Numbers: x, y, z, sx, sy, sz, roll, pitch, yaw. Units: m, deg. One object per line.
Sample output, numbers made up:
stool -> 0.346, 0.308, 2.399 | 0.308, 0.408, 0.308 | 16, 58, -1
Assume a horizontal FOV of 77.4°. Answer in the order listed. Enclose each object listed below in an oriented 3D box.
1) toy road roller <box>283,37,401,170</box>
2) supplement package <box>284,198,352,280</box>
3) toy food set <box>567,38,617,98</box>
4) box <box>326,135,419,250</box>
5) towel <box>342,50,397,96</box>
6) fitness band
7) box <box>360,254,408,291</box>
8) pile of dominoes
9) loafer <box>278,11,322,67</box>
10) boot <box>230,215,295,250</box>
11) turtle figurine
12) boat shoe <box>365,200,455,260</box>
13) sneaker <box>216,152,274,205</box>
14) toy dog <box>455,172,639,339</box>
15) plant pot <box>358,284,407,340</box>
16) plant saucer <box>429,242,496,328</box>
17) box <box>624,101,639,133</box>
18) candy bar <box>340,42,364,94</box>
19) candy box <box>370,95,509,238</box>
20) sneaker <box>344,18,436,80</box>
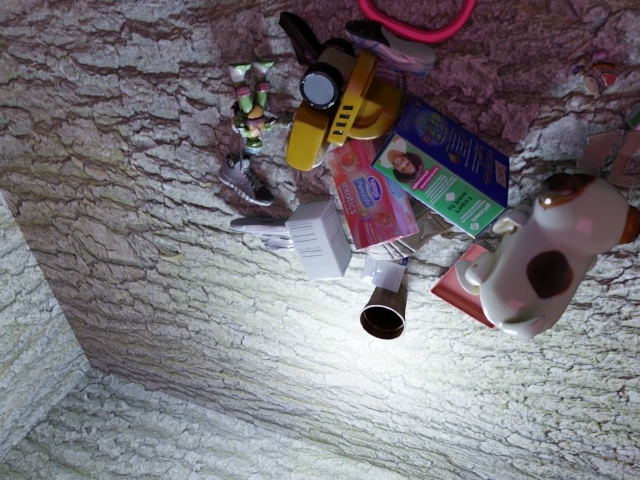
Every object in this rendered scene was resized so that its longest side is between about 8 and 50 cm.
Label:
toy road roller -> 0.060, -0.322, 1.036 | 0.241, 0.202, 0.329 | 23, 139, -3
supplement package -> 0.000, 0.000, 1.383 | 0.134, 0.139, 0.244 | -8, 118, 27
toy food set -> 0.629, -0.392, 0.913 | 0.122, 0.019, 0.078 | 42, 129, -9
box -> 0.151, -0.136, 1.145 | 0.154, 0.142, 0.299 | -19, 86, 32
towel -> 0.130, -0.410, 1.096 | 0.144, 0.029, 0.197 | 10, 129, 9
fitness band -> 0.221, -0.591, 0.935 | 0.291, 0.054, 0.209 | 26, 132, 6
box -> 0.223, 0.096, 1.396 | 0.137, 0.072, 0.126 | 17, 128, 11
pile of dominoes -> 0.728, -0.165, 0.976 | 0.196, 0.040, 0.251 | 18, 143, 25
loafer -> -0.042, -0.511, 1.081 | 0.078, 0.080, 0.220 | -32, 106, 36
boot -> -0.212, -0.016, 1.489 | 0.258, 0.095, 0.123 | 5, 118, 19
turtle figurine -> -0.165, -0.372, 1.162 | 0.198, 0.274, 0.266 | -9, 120, -11
boat shoe -> 0.288, -0.045, 1.247 | 0.341, 0.110, 0.121 | -30, 115, 32
sneaker -> -0.246, -0.221, 1.371 | 0.229, 0.086, 0.132 | 31, 127, 2
toy dog -> 0.559, 0.019, 1.004 | 0.285, 0.395, 0.407 | 35, 117, 15
plant pot -> 0.236, 0.239, 1.430 | 0.167, 0.165, 0.167 | 12, 127, 16
plant saucer -> 0.539, 0.146, 1.310 | 0.259, 0.047, 0.258 | 31, 130, 2
box -> 0.769, -0.279, 0.887 | 0.102, 0.087, 0.101 | 28, 130, 4
candy bar -> 0.090, -0.473, 1.092 | 0.040, 0.018, 0.161 | 22, 129, 8
candy box -> 0.317, -0.198, 1.023 | 0.317, 0.268, 0.122 | 33, 133, -1
sneaker -> 0.163, -0.466, 0.981 | 0.237, 0.085, 0.086 | 27, 149, 3
